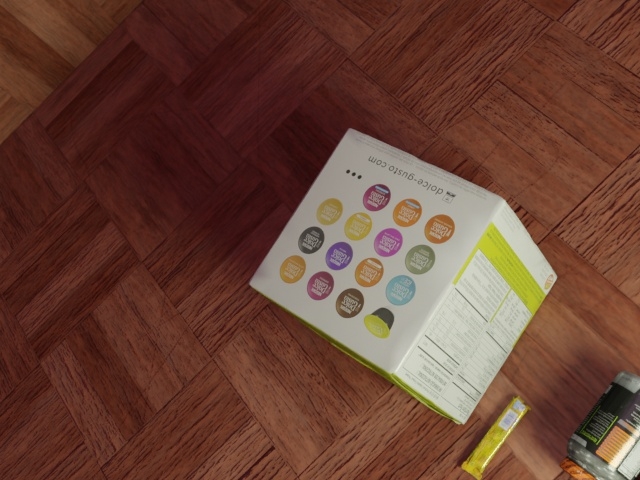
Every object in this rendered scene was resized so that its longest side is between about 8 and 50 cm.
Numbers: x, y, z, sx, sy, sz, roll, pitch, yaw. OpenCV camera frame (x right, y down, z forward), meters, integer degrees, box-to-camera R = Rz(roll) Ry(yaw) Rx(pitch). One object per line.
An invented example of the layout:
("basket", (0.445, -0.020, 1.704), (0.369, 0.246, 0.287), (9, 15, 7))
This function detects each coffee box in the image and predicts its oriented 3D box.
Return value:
("coffee box", (0.152, 0.069, 1.673), (0.337, 0.338, 0.334), (29, 83, 35))

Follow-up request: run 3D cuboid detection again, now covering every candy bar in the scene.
("candy bar", (0.307, 0.342, 1.655), (0.040, 0.018, 0.161), (35, 86, 32))

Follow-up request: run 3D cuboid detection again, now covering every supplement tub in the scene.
("supplement tub", (0.475, 0.314, 1.518), (0.117, 0.117, 0.190), (36, 87, 36))
